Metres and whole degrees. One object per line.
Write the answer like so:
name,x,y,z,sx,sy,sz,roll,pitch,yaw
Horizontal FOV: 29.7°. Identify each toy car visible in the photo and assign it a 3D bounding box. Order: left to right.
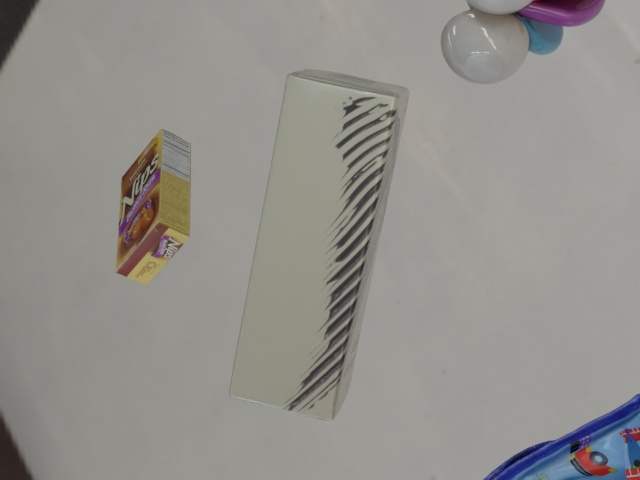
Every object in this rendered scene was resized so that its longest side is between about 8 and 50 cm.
toy car,0.177,-0.226,1.020,0.182,0.136,0.159,94,-177,-53

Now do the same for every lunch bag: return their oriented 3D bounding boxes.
lunch bag,0.255,0.216,0.974,0.293,0.221,0.138,-35,60,54

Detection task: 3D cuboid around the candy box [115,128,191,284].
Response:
candy box,-0.220,-0.046,1.590,0.109,0.053,0.187,-46,31,32

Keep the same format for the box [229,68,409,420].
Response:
box,0.000,0.000,1.007,0.094,0.113,0.275,12,103,7
